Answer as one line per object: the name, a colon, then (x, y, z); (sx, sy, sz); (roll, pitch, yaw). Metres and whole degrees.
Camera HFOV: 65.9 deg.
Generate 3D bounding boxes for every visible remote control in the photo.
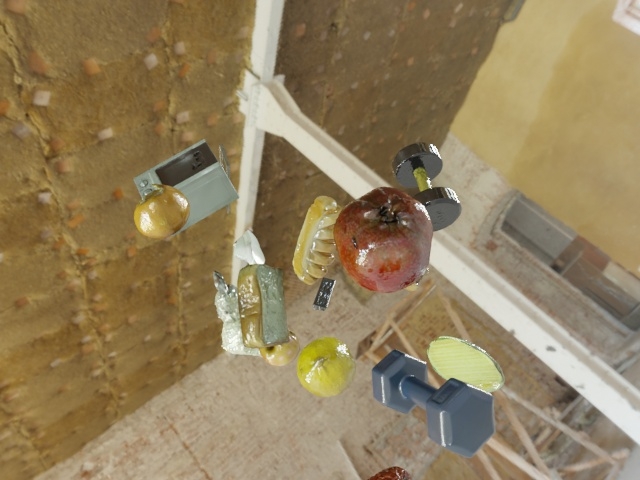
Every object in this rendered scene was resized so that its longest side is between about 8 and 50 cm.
remote control: (0.018, 0.228, 2.141); (0.245, 0.063, 0.025); (-64, -16, -63)

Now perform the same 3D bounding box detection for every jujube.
jujube: (0.178, 0.708, 1.387); (0.176, 0.109, 0.112); (-40, -59, 23)

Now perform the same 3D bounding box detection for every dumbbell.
dumbbell: (0.252, 0.367, 1.155); (0.144, 0.159, 0.325); (-5, 5, -23)
dumbbell: (0.415, -0.212, 1.958); (0.204, 0.322, 0.203); (-7, -36, -5)

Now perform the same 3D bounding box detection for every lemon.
lemon: (0.025, 0.564, 2.217); (0.268, 0.268, 0.321); (-39, -31, -19)

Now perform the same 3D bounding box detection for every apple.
apple: (-0.142, 0.368, 1.717); (0.146, 0.146, 0.146); (-39, -22, -19)

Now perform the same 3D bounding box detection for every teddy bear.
teddy bear: (-0.304, 0.324, 2.197); (0.376, 0.327, 0.361); (5, -78, -15)

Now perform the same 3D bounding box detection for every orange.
orange: (-0.432, -0.082, 1.336); (0.157, 0.157, 0.134); (-35, -42, -27)

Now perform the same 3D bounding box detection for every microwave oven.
microwave oven: (-0.494, -0.198, 1.826); (0.295, 0.181, 0.237); (-32, -30, -6)

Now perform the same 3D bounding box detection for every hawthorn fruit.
hawthorn fruit: (0.195, 0.024, 1.464); (0.285, 0.285, 0.368); (-41, -40, -15)

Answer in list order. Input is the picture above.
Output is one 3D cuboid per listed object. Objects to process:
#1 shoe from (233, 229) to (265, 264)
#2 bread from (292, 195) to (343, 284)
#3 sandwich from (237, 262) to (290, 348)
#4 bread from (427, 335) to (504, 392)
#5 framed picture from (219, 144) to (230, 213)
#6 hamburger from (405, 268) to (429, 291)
shoe: (-0.317, 0.058, 2.135); (0.110, 0.265, 0.095); (-36, -59, 8)
bread: (0.000, 0.000, 1.724); (0.121, 0.173, 0.310); (12, -70, -23)
sandwich: (-0.165, 0.196, 1.495); (0.087, 0.250, 0.226); (-11, -12, 20)
bread: (0.534, 0.462, 1.844); (0.045, 0.302, 0.301); (-48, -16, -36)
framed picture: (-0.432, -0.276, 2.227); (0.023, 0.189, 0.259); (-7, -49, -17)
hamburger: (0.300, 0.077, 1.999); (0.145, 0.259, 0.283); (-42, 21, 1)
